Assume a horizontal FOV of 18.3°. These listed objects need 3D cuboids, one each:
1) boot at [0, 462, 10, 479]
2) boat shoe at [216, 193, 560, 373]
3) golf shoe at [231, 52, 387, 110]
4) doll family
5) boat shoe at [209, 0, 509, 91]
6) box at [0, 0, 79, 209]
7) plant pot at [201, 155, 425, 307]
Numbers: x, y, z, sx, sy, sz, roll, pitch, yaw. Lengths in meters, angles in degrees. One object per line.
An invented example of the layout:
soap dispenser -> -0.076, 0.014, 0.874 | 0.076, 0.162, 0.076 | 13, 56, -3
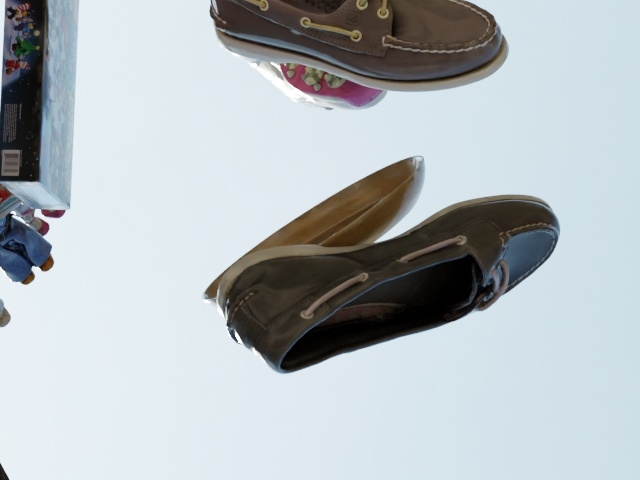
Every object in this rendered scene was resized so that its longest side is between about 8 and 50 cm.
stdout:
boot -> -0.323, 0.319, 1.639 | 0.222, 0.118, 0.338 | -12, -116, -19
boat shoe -> 0.075, 0.045, 1.679 | 0.335, 0.112, 0.095 | -12, -134, -27
golf shoe -> 0.006, -0.199, 2.207 | 0.115, 0.140, 0.306 | -49, -144, -3
doll family -> -0.376, 0.016, 2.199 | 0.118, 0.163, 0.263 | 37, -97, 35
boat shoe -> 0.034, -0.234, 2.037 | 0.324, 0.097, 0.117 | 12, -130, 21
box -> -0.284, -0.158, 2.007 | 0.044, 0.159, 0.233 | 0, -99, 5
plant pot -> 0.000, 0.000, 1.778 | 0.236, 0.032, 0.236 | -32, -171, 6
